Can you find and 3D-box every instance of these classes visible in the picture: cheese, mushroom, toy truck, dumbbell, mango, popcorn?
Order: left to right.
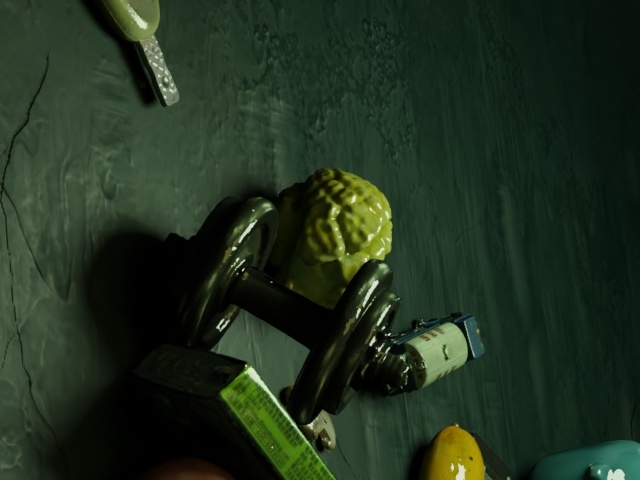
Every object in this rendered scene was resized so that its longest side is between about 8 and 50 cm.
[{"bbox_3d":[-0.197,-0.235,1.913,0.097,0.037,0.192,-39,111,-54],"label":"cheese"},{"bbox_3d":[-0.039,0.073,1.842,0.290,0.192,0.192,29,36,10],"label":"dumbbell"},{"bbox_3d":[-0.010,0.203,2.041,0.101,0.019,0.049,52,40,-31],"label":"mushroom"},{"bbox_3d":[0.009,0.006,2.032,0.142,0.173,0.173,28,55,-39],"label":"popcorn"},{"bbox_3d":[0.133,0.140,2.220,0.202,0.088,0.074,-19,93,-58],"label":"toy truck"},{"bbox_3d":[0.160,0.319,2.207,0.098,0.075,0.190,29,61,-42],"label":"mango"}]

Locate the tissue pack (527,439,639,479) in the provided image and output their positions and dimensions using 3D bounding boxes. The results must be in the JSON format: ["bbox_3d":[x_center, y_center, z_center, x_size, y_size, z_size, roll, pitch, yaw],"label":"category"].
[{"bbox_3d":[0.380,0.416,2.384,0.206,0.198,0.287,19,64,-51],"label":"tissue pack"}]

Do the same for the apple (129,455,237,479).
[{"bbox_3d":[-0.130,0.286,1.725,0.153,0.120,0.153,6,82,-44],"label":"apple"}]

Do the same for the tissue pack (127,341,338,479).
[{"bbox_3d":[-0.077,0.211,1.796,0.073,0.173,0.235,-46,120,-25],"label":"tissue pack"}]

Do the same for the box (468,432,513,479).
[{"bbox_3d":[0.214,0.333,2.324,0.125,0.027,0.126,46,43,-38],"label":"box"}]
